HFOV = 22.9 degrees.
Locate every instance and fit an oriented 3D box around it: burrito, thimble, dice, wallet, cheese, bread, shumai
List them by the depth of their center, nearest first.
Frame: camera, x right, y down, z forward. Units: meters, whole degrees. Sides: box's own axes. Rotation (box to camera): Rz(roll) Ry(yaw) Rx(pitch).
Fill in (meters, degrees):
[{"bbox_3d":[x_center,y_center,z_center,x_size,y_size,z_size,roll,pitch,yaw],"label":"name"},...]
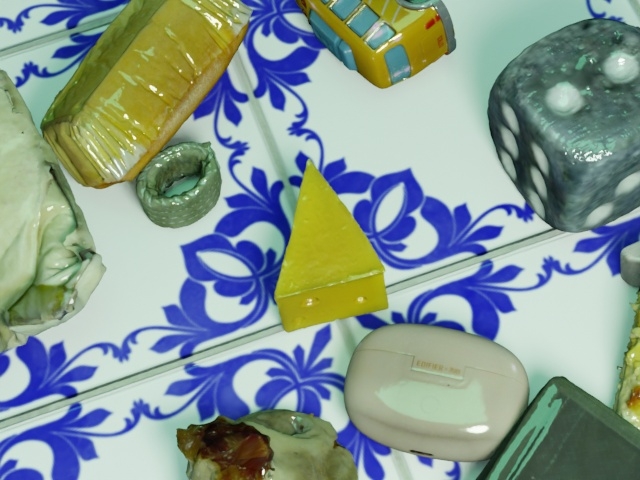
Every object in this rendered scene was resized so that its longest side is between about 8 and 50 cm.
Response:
[{"bbox_3d":[0.240,0.277,1.636,0.169,0.052,0.245,36,79,4],"label":"wallet"},{"bbox_3d":[-0.060,0.248,1.667,0.201,0.120,0.201,-3,59,5],"label":"shumai"},{"bbox_3d":[0.307,-0.131,1.812,0.183,0.182,0.181,-28,62,-12],"label":"dice"},{"bbox_3d":[0.000,0.000,1.812,0.126,0.093,0.171,-13,61,0],"label":"cheese"},{"bbox_3d":[-0.371,-0.017,1.824,0.190,0.135,0.331,-28,65,-7],"label":"burrito"},{"bbox_3d":[-0.165,-0.068,1.879,0.084,0.062,0.110,39,70,23],"label":"thimble"},{"bbox_3d":[-0.212,-0.193,1.896,0.152,0.119,0.288,-4,47,55],"label":"bread"}]

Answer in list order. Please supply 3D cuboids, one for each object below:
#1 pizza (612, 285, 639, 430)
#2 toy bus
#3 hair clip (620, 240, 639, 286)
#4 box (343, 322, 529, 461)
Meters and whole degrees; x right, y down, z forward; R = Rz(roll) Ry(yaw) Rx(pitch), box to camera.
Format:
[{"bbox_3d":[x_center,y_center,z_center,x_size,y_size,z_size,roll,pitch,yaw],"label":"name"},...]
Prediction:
[{"bbox_3d":[0.449,0.108,1.688,0.324,0.089,0.223,-13,90,-2],"label":"pizza"},{"bbox_3d":[0.058,-0.287,1.951,0.136,0.126,0.209,-40,66,-7],"label":"toy bus"},{"bbox_3d":[0.505,-0.005,1.786,0.331,0.085,0.101,-25,60,-2],"label":"hair clip"},{"bbox_3d":[0.126,0.165,1.715,0.200,0.088,0.146,11,62,8],"label":"box"}]
